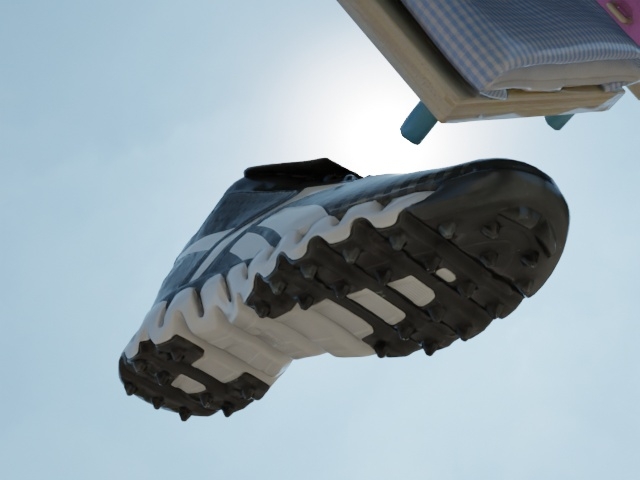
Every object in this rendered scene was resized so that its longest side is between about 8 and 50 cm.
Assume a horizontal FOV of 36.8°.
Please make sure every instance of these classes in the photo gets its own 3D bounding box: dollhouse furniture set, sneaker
[{"bbox_3d":[0.132,-0.138,0.373,0.303,0.286,0.198,-10,-34,-46],"label":"dollhouse furniture set"},{"bbox_3d":[0.000,0.000,0.406,0.078,0.106,0.234,34,-39,-28],"label":"sneaker"}]
